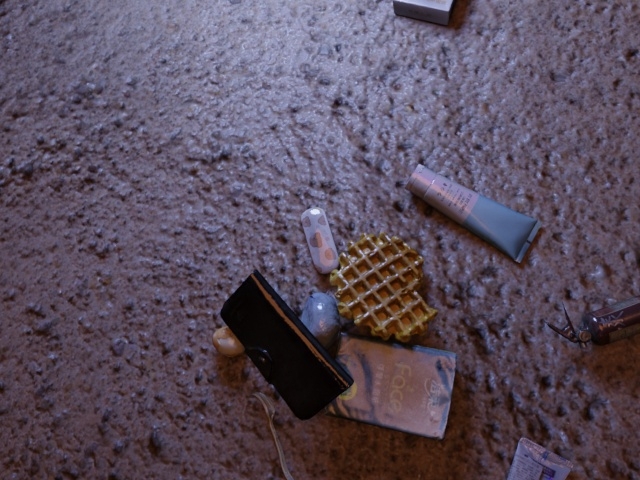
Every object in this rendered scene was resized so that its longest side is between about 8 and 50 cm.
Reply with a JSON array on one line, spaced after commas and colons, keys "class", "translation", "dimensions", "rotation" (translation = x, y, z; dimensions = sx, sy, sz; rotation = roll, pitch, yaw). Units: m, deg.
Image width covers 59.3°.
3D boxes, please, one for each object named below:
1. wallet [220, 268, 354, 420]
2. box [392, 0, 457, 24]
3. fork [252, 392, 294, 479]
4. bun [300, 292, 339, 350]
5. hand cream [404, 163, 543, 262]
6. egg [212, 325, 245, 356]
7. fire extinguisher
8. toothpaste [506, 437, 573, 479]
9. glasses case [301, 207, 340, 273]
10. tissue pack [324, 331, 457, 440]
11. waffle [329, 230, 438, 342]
[{"class": "wallet", "translation": [-0.087, 0.228, 1.208], "dimensions": [0.318, 0.045, 0.172], "rotation": [50, 121, 9]}, {"class": "box", "translation": [0.293, -0.679, 1.436], "dimensions": [0.150, 0.067, 0.233], "rotation": [19, 80, 12]}, {"class": "fork", "translation": [-0.097, 0.439, 1.255], "dimensions": [0.029, 0.034, 0.219], "rotation": [-27, 74, 10]}, {"class": "bun", "translation": [0.004, 0.186, 1.252], "dimensions": [0.083, 0.141, 0.140], "rotation": [9, 78, -12]}, {"class": "hand cream", "translation": [0.348, -0.074, 1.300], "dimensions": [0.312, 0.070, 0.111], "rotation": [32, 82, 6]}, {"class": "egg", "translation": [-0.211, 0.232, 1.300], "dimensions": [0.083, 0.071, 0.071], "rotation": [5, 78, 8]}, {"class": "fire extinguisher", "translation": [0.607, 0.162, 1.193], "dimensions": [0.252, 0.075, 0.106], "rotation": [-20, 62, 5]}, {"class": "toothpaste", "translation": [0.401, 0.561, 1.137], "dimensions": [0.114, 0.073, 0.299], "rotation": [26, 75, 14]}, {"class": "glasses case", "translation": [0.000, 0.000, 1.336], "dimensions": [0.063, 0.041, 0.164], "rotation": [-18, 75, 5]}, {"class": "tissue pack", "translation": [0.153, 0.312, 1.221], "dimensions": [0.257, 0.081, 0.185], "rotation": [9, 79, 12]}, {"class": "waffle", "translation": [0.149, 0.095, 1.254], "dimensions": [0.249, 0.056, 0.253], "rotation": [21, 60, 6]}]
